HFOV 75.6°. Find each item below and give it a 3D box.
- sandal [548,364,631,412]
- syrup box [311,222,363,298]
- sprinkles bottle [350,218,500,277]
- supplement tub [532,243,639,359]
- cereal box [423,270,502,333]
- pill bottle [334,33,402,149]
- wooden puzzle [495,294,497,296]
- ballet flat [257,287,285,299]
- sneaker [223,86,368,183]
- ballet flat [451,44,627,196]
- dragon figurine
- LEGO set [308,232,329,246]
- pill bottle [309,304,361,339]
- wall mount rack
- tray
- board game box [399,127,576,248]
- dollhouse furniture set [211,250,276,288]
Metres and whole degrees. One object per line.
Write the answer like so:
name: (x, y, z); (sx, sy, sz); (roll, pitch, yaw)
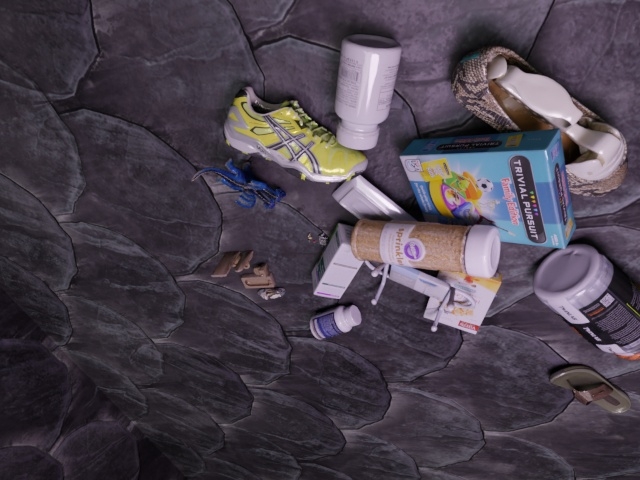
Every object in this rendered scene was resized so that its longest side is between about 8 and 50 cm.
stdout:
sandal: (0.911, 0.507, 1.375); (0.303, 0.086, 0.120); (27, 129, -5)
syrup box: (0.056, 0.069, 1.273); (0.096, 0.093, 0.236); (14, 131, -18)
sprinkles bottle: (0.253, 0.012, 1.036); (0.355, 0.121, 0.121); (6, 130, 37)
supplement tub: (0.745, 0.169, 1.099); (0.316, 0.193, 0.193); (38, 127, -12)
cereal box: (0.430, 0.173, 1.270); (0.173, 0.047, 0.240); (17, 130, 15)
pill bottle: (0.099, -0.334, 0.944); (0.131, 0.131, 0.229); (12, 129, 7)
wooden puzzle: (0.476, 0.152, 1.277); (0.116, 0.014, 0.078); (33, 133, -3)
ballet flat: (-0.182, 0.193, 1.483); (0.114, 0.041, 0.041); (-9, 123, 22)
sneaker: (-0.060, -0.261, 1.039); (0.385, 0.145, 0.147); (18, 129, 0)
ballet flat: (0.492, -0.236, 0.861); (0.483, 0.182, 0.164); (33, 96, -9)
dragon figurine: (-0.204, -0.149, 1.129); (0.144, 0.289, 0.085); (45, 108, 16)
LEGO set: (-0.001, 0.002, 1.296); (0.083, 0.023, 0.054); (-3, 125, 18)
pill bottle: (0.054, 0.283, 1.448); (0.169, 0.094, 0.094); (-25, 116, 30)
wall mount rack: (0.263, 0.142, 1.172); (0.350, 0.130, 0.304); (23, 158, 16)
tray: (0.161, -0.068, 1.152); (0.270, 0.030, 0.145); (37, 148, -8)
board game box: (0.377, -0.116, 0.956); (0.336, 0.079, 0.253); (10, 140, 48)
dollhouse furniture set: (-0.256, 0.131, 1.403); (0.144, 0.123, 0.151); (-5, 125, 19)
